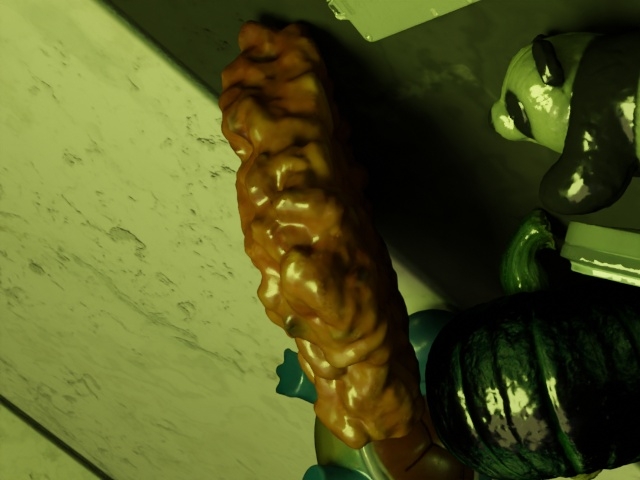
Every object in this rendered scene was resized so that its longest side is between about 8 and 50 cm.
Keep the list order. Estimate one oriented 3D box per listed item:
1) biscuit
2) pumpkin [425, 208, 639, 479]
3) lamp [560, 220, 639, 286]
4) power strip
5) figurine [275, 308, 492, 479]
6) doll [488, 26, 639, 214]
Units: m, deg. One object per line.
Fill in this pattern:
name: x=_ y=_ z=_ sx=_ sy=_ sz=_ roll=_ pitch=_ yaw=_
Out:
biscuit: x=0.000 y=0.000 z=1.120 sx=0.110 sy=0.318 sz=0.312 roll=-15 pitch=136 yaw=6
pumpkin: x=0.208 y=0.095 z=1.136 sx=0.248 sy=0.248 sz=0.248 roll=24 pitch=150 yaw=15
lamp: x=0.338 y=0.030 z=0.903 sx=0.266 sy=0.047 sz=0.269 roll=15 pitch=-175 yaw=32
power strip: x=0.075 y=-0.208 z=0.961 sx=0.081 sy=0.035 sz=0.192 roll=47 pitch=147 yaw=-23
figurine: x=0.074 y=0.234 z=1.474 sx=0.416 sy=0.243 sz=0.298 roll=76 pitch=173 yaw=-47
doll: x=0.236 y=-0.088 z=0.894 sx=0.234 sy=0.143 sz=0.135 roll=7 pitch=110 yaw=36
